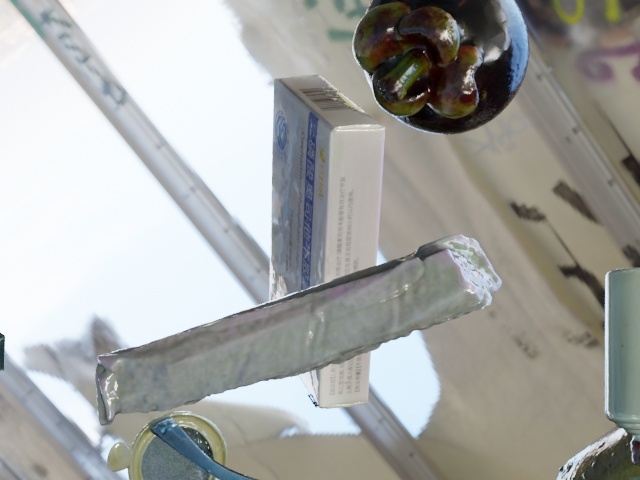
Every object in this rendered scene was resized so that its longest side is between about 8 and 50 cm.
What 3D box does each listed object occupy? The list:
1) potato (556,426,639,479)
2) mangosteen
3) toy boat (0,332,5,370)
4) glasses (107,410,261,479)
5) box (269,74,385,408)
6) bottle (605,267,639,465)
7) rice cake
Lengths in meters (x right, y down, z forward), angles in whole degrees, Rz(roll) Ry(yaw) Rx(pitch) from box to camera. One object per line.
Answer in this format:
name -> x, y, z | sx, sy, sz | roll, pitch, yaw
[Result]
potato -> 0.535, 0.384, 1.758 | 0.270, 0.219, 0.359 | -15, 155, -39
mangosteen -> 0.123, -0.206, 1.211 | 0.194, 0.194, 0.230 | -27, 179, 33
toy boat -> -0.437, 0.109, 1.336 | 0.060, 0.141, 0.055 | -41, 150, -51
glasses -> -0.041, 0.216, 0.823 | 0.088, 0.189, 0.220 | -32, -166, -38
box -> 0.000, 0.000, 1.298 | 0.065, 0.343, 0.200 | -7, -154, -19
bottle -> 0.410, 0.159, 1.397 | 0.104, 0.104, 0.245 | -11, -105, 58
rice cake -> -0.019, 0.058, 0.700 | 0.270, 0.055, 0.049 | -20, 180, 9
